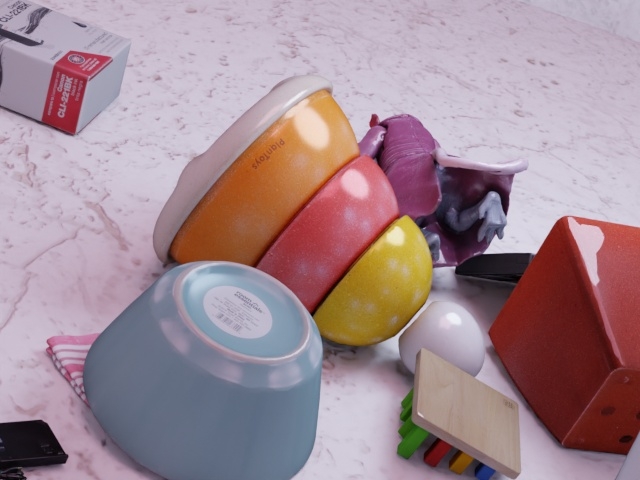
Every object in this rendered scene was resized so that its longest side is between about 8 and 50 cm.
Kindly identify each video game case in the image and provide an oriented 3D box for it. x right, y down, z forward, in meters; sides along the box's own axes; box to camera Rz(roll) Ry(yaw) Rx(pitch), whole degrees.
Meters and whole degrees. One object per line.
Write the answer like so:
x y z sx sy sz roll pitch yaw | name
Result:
0.374 0.052 2.346 0.248 0.035 0.275 9 -4 -18 | video game case

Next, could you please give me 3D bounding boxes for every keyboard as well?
-0.380 0.247 1.734 0.180 0.023 0.108 -2 28 -31 | keyboard

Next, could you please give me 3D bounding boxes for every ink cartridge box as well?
-0.481 -0.303 2.527 0.273 0.114 0.197 21 29 6 | ink cartridge box

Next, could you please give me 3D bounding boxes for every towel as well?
-0.243 0.175 1.929 0.144 0.029 0.197 -8 39 -39 | towel

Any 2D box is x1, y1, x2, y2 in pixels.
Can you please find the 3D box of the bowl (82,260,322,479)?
-0.121 0.143 1.876 0.311 0.163 0.311 18 36 -13 | bowl

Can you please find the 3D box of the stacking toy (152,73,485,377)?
0.033 0.036 2.141 0.480 0.350 0.350 44 33 6 | stacking toy

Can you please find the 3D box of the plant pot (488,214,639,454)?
0.425 0.155 2.142 0.267 0.267 0.236 9 44 -17 | plant pot

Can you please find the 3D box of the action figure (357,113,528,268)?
0.136 -0.113 2.405 0.248 0.276 0.370 3 37 -20 | action figure

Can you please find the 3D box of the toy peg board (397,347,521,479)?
0.177 0.249 2.020 0.160 0.079 0.161 31 28 -11 | toy peg board

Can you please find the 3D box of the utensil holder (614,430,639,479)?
0.526 0.291 1.811 0.327 0.385 0.327 14 30 -8 | utensil holder
